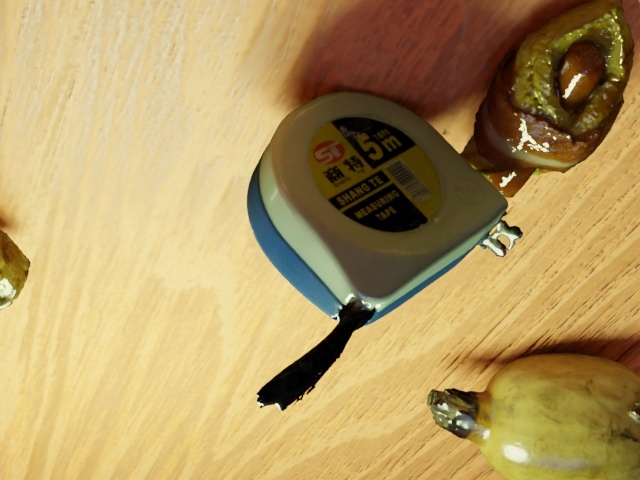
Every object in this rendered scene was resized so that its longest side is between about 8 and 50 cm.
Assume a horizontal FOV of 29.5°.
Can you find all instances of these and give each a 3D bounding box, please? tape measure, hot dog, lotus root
[{"bbox_3d":[0.000,0.000,1.065,0.351,0.215,0.098,-32,163,-40],"label":"tape measure"},{"bbox_3d":[0.209,-0.112,1.119,0.123,0.093,0.261,3,145,-12],"label":"hot dog"},{"bbox_3d":[0.289,0.235,1.570,0.309,0.183,0.183,4,145,-10],"label":"lotus root"}]

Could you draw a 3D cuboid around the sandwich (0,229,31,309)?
[{"bbox_3d":[-0.417,-0.024,1.158,0.226,0.087,0.251,-7,144,-1],"label":"sandwich"}]
